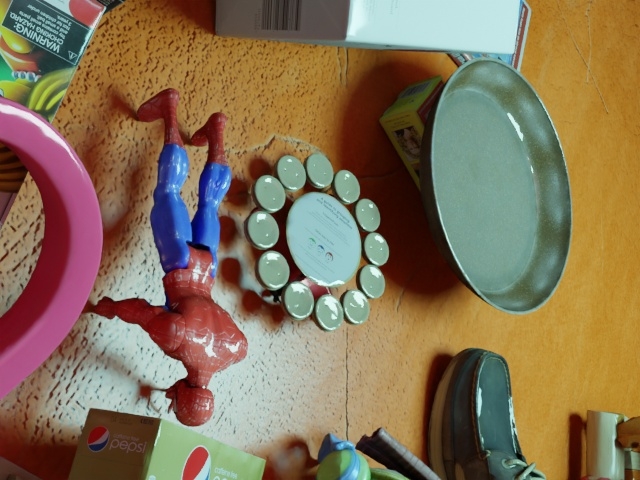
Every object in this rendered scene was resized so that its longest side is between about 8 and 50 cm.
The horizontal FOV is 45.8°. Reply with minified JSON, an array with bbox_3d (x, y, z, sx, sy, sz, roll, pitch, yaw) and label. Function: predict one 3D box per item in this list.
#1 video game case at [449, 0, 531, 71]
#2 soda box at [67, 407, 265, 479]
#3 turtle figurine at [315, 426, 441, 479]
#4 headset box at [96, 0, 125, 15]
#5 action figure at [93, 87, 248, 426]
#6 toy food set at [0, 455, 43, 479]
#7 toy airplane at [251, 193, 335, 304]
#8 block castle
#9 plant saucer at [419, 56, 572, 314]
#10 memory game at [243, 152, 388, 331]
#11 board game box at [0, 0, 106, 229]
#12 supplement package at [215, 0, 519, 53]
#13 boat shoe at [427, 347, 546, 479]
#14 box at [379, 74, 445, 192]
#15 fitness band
[{"bbox_3d":[0.205,-0.344,1.068,0.285,0.025,0.204,37,57,-35],"label":"video game case"},{"bbox_3d":[-0.107,0.176,0.573,0.181,0.061,0.058,50,46,-59],"label":"soda box"},{"bbox_3d":[0.085,0.330,0.694,0.198,0.275,0.266,-46,121,-1],"label":"turtle figurine"},{"bbox_3d":[-0.100,-0.319,0.553,0.110,0.293,0.218,33,59,-37],"label":"headset box"},{"bbox_3d":[-0.128,0.027,0.621,0.092,0.139,0.280,21,46,-39],"label":"action figure"},{"bbox_3d":[-0.173,0.295,0.507,0.306,0.092,0.219,45,53,-30],"label":"toy food set"},{"bbox_3d":[-0.006,0.014,0.780,0.151,0.028,0.151,11,74,-43],"label":"toy airplane"},{"bbox_3d":[0.611,0.394,1.152,0.453,0.303,0.212,22,68,-41],"label":"block castle"},{"bbox_3d":[0.212,-0.065,0.921,0.311,0.050,0.310,8,79,-45],"label":"plant saucer"},{"bbox_3d":[0.000,0.000,0.760,0.186,0.012,0.186,14,67,-37],"label":"memory game"},{"bbox_3d":[-0.302,-0.128,0.434,0.305,0.053,0.192,25,89,-40],"label":"board game box"},{"bbox_3d":[0.062,-0.284,0.770,0.293,0.178,0.175,-12,110,-46],"label":"supplement package"},{"bbox_3d":[0.214,0.303,0.879,0.132,0.130,0.355,10,75,-45],"label":"boat shoe"},{"bbox_3d":[0.165,-0.084,0.954,0.232,0.058,0.087,57,49,-22],"label":"box"},{"bbox_3d":[-0.260,0.034,0.438,0.291,0.054,0.209,-43,136,-29],"label":"fitness band"}]
